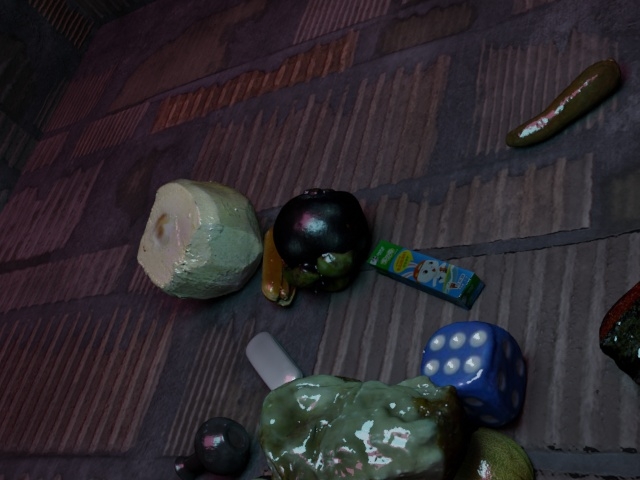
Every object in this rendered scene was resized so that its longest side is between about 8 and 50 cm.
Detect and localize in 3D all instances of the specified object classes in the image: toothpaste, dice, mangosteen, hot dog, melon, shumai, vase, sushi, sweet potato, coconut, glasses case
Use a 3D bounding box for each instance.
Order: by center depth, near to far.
[{"bbox_3d":[0.544,0.126,1.202,0.225,0.136,0.126,-40,31,13],"label":"sushi"},{"bbox_3d":[0.092,0.302,1.251,0.263,0.304,0.309,-38,11,33],"label":"shumai"},{"bbox_3d":[0.273,0.376,1.260,0.128,0.079,0.160,7,61,45],"label":"melon"},{"bbox_3d":[0.264,0.228,1.347,0.143,0.146,0.146,-11,46,37],"label":"dice"},{"bbox_3d":[0.209,0.067,1.602,0.267,0.050,0.065,22,75,48],"label":"toothpaste"},{"bbox_3d":[-0.229,0.440,1.618,0.183,0.120,0.120,-37,38,33],"label":"vase"},{"bbox_3d":[0.507,-0.274,1.629,0.273,0.075,0.075,-39,40,12],"label":"sweet potato"},{"bbox_3d":[-0.102,0.267,1.695,0.074,0.049,0.193,-46,39,-2],"label":"glasses case"},{"bbox_3d":[0.000,0.000,1.728,0.243,0.243,0.242,-23,45,24],"label":"mangosteen"},{"bbox_3d":[-0.092,0.051,1.839,0.062,0.092,0.235,-42,37,37],"label":"hot dog"},{"bbox_3d":[-0.278,-0.003,1.912,0.297,0.255,0.297,-13,70,39],"label":"coconut"}]

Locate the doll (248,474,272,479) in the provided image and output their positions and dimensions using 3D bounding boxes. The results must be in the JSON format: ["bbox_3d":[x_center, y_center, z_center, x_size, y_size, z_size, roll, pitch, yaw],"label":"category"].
[{"bbox_3d":[-0.152,0.521,1.459,0.234,0.135,0.143,-30,40,23],"label":"doll"}]
